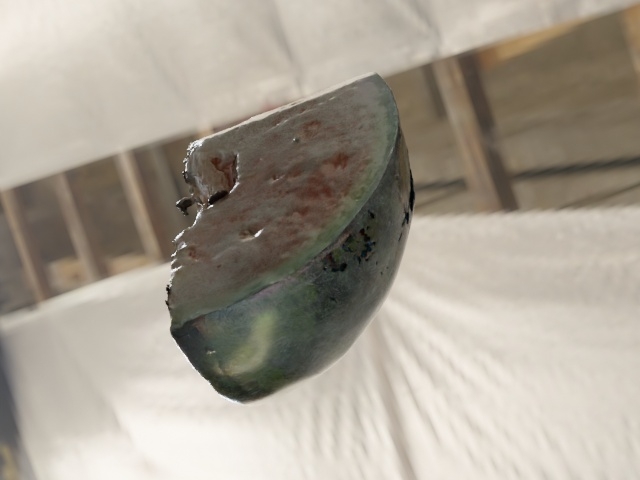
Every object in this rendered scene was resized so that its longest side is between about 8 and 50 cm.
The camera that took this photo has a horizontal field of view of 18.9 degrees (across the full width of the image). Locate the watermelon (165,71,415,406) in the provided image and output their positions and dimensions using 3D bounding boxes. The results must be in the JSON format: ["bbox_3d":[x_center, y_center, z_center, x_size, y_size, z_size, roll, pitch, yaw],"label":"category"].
[{"bbox_3d":[0.002,0.005,1.437,0.322,0.188,0.175,-85,154,-52],"label":"watermelon"}]
